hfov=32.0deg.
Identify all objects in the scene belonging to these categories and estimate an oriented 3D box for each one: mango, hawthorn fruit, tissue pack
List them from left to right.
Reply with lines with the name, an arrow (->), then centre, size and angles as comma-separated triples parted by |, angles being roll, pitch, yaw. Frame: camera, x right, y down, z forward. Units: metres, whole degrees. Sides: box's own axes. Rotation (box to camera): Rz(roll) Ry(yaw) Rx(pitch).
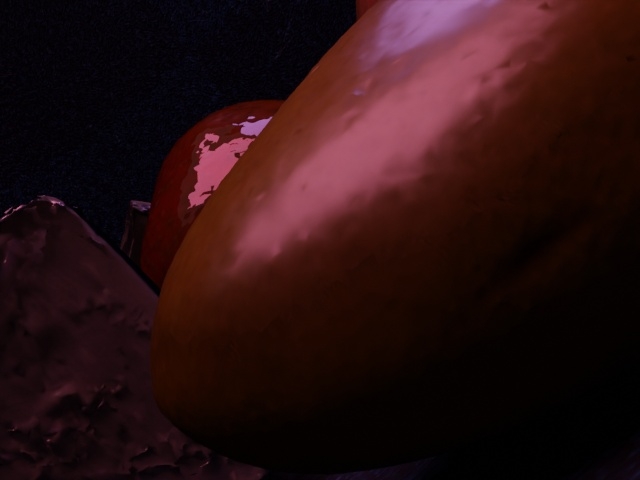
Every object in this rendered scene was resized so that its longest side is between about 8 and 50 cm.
tissue pack -> -0.230, 0.156, 0.894 | 0.253, 0.264, 0.416 | -48, 7, -19
hawthorn fruit -> 0.000, 0.000, 0.985 | 0.298, 0.277, 0.277 | -24, 9, 31
mango -> 0.095, -0.042, 0.610 | 0.445, 0.221, 0.301 | -32, 31, -11

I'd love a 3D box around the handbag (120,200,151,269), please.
handbag -> -0.149, 0.052, 1.200 | 0.109, 0.315, 0.241 | -106, 29, -45

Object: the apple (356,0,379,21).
apple -> 0.201, -0.227, 0.994 | 0.364, 0.364, 0.364 | -36, 3, 3
